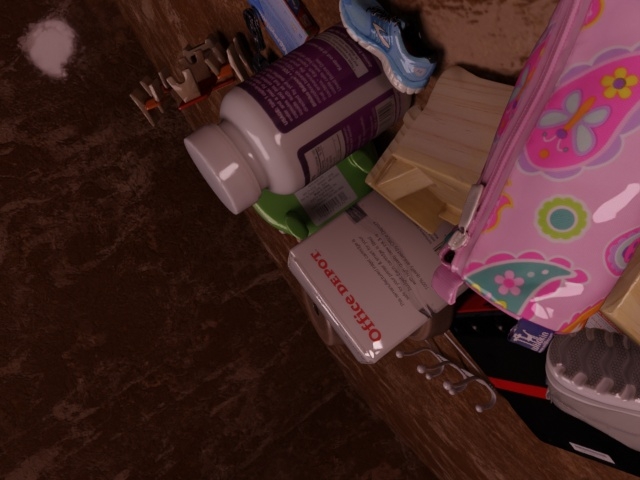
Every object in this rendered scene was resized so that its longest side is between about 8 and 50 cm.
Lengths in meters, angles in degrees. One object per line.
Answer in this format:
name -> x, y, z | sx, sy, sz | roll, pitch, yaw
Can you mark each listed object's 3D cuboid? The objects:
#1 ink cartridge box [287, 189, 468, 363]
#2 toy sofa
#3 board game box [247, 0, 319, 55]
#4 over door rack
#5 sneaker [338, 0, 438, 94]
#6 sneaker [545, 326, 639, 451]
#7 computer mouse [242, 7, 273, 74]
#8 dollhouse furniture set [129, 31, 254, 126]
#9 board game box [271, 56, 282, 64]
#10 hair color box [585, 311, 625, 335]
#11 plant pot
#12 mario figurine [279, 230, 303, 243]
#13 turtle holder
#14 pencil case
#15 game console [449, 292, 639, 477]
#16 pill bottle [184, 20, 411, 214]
ink cartridge box -> 0.113, 0.028, 0.830 | 0.198, 0.273, 0.115 | 53, 167, 7
toy sofa -> 0.230, -0.048, 0.572 | 0.150, 0.177, 0.362 | 33, -177, -37
board game box -> -0.106, -0.449, 0.946 | 0.281, 0.027, 0.145 | 55, 167, -5
over door rack -> 0.250, 0.241, 1.277 | 0.324, 0.108, 0.239 | 58, 166, -17
sneaker -> 0.091, -0.265, 0.679 | 0.162, 0.063, 0.073 | 49, 150, 4
sneaker -> 0.367, 0.173, 0.543 | 0.281, 0.105, 0.115 | 22, 149, 24
computer mouse -> -0.113, -0.379, 1.107 | 0.071, 0.041, 0.242 | 57, 172, 17
dollhouse furniture set -> -0.279, -0.384, 1.306 | 0.259, 0.262, 0.135 | -86, -27, -52
board game box -> -0.048, -0.269, 1.189 | 0.124, 0.039, 0.259 | 50, 165, 17
hair color box -> 0.353, 0.089, 0.621 | 0.093, 0.053, 0.167 | 49, 168, 23
plant pot -> 0.092, 0.096, 1.055 | 0.263, 0.229, 0.263 | 160, 90, -75
mario figurine -> 0.000, 0.000, 1.374 | 0.320, 0.198, 0.170 | 127, 128, -82
turtle holder -> -0.041, -0.143, 1.004 | 0.320, 0.243, 0.227 | 26, -175, 11
pencil case -> 0.177, -0.074, 0.363 | 0.124, 0.124, 0.284 | 42, 119, 45
game console -> 0.381, 0.229, 0.913 | 0.342, 0.060, 0.386 | 50, 168, 1
pill bottle -> -0.033, -0.171, 0.773 | 0.169, 0.301, 0.169 | 51, 167, 17
